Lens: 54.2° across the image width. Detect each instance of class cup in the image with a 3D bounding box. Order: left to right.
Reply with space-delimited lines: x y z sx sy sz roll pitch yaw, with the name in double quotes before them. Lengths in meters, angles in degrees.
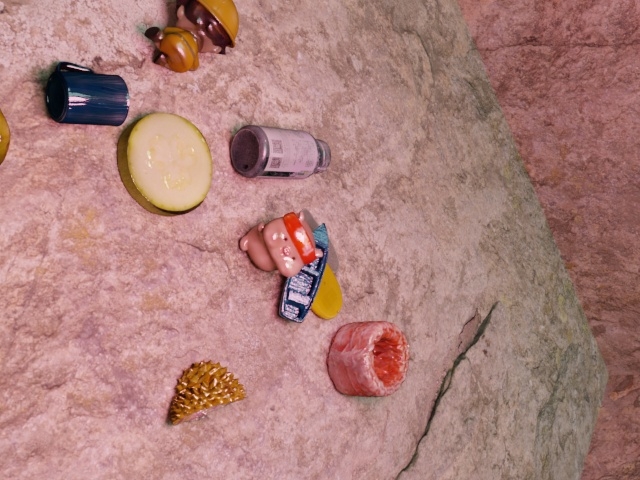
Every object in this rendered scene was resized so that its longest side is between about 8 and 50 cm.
"cup" -0.514 -0.312 1.354 0.138 0.150 0.113 -9 123 -46

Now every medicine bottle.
"medicine bottle" -0.100 -0.242 1.749 0.293 0.141 0.141 -4 85 -47

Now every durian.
"durian" -0.261 0.367 1.480 0.182 0.165 0.132 11 106 -23

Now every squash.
"squash" -0.369 -0.182 1.518 0.252 0.049 0.252 12 74 -48

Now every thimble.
"thimble" 0.144 0.357 1.884 0.239 0.162 0.239 8 80 -47

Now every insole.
"insole" 0.000 0.000 1.911 0.080 0.003 0.232 -50 118 -41

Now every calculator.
"calculator" -0.008 0.127 1.855 0.146 0.032 0.235 -49 116 -42

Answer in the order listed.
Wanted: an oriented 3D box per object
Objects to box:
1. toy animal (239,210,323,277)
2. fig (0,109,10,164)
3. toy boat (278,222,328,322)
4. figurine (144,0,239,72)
"toy animal" -0.097 0.012 1.657 0.171 0.197 0.171 19 63 -45
"fig" -0.657 -0.194 1.104 0.191 0.181 0.181 -8 88 -30
"toy boat" -0.043 0.087 1.767 0.096 0.062 0.299 24 71 -13
"figurine" -0.306 -0.527 1.567 0.192 0.167 0.257 55 48 -43
